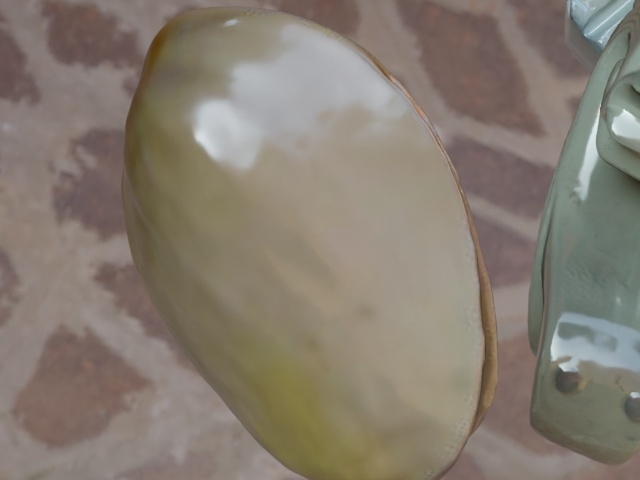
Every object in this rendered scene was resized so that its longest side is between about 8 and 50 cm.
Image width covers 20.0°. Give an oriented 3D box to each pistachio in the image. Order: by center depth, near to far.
[{"bbox_3d":[0.000,0.000,0.987,0.288,0.197,0.166,56,30,-9],"label":"pistachio"}]

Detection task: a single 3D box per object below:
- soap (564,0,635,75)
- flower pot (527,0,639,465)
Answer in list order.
[{"bbox_3d":[0.386,-0.247,1.760,0.173,0.289,0.095,50,-2,3],"label":"soap"},{"bbox_3d":[0.258,-0.027,1.389,0.165,0.367,0.254,21,13,2],"label":"flower pot"}]
